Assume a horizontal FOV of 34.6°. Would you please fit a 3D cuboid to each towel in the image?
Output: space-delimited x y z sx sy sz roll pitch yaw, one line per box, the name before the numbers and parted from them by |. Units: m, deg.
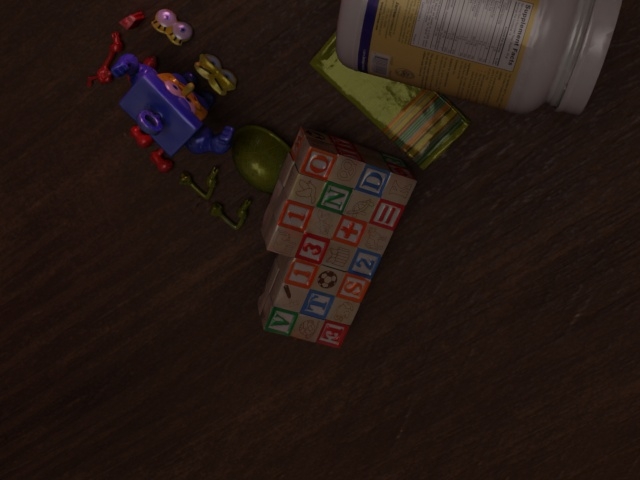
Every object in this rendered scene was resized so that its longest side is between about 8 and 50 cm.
towel | 0.101 -0.216 1.508 0.237 0.021 0.102 42 109 -4

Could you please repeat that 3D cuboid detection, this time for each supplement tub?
supplement tub | 0.206 -0.304 1.344 0.331 0.241 0.241 16 110 5

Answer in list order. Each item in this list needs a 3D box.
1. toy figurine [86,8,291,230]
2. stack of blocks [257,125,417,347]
toy figurine | -0.210 -0.153 1.484 0.191 0.217 0.362 -40 96 20
stack of blocks | 0.000 0.000 1.531 0.171 0.087 0.297 16 112 -18
